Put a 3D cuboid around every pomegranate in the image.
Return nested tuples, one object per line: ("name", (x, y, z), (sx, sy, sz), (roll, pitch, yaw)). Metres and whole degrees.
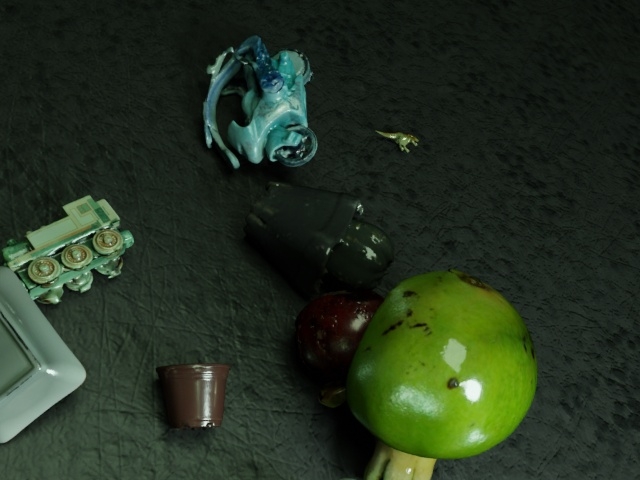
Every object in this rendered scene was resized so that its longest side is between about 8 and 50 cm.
("pomegranate", (0.185, 0.227, 1.090), (0.216, 0.359, 0.309), (18, 5, 32))

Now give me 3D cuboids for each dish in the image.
("dish", (-0.436, 0.144, 1.009), (0.151, 0.077, 0.212), (-38, 79, -11))

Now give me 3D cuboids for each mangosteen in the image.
("mangosteen", (0.047, 0.166, 1.192), (0.166, 0.166, 0.180), (-14, 94, -29))

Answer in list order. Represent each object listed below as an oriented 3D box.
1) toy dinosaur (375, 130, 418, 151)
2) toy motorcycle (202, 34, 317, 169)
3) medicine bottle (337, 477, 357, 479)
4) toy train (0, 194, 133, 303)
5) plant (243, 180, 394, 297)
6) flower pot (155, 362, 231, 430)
("toy dinosaur", (0.159, -0.204, 1.539), (0.113, 0.026, 0.041), (0, 53, -34))
("toy motorcycle", (-0.111, -0.244, 1.387), (0.206, 0.154, 0.260), (-4, 64, 1))
("medicine bottle", (-0.070, 0.463, 0.918), (0.371, 0.211, 0.211), (-22, 71, -32))
("toy train", (-0.385, 0.016, 1.145), (0.194, 0.081, 0.125), (-28, 64, -31))
("plant", (0.000, 0.000, 1.280), (0.256, 0.142, 0.164), (27, 52, 8))
("flower pot", (-0.182, 0.227, 1.093), (0.111, 0.111, 0.089), (2, 75, -22))
